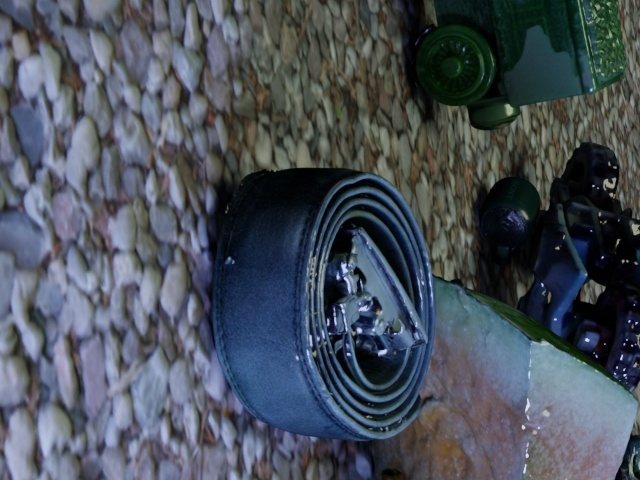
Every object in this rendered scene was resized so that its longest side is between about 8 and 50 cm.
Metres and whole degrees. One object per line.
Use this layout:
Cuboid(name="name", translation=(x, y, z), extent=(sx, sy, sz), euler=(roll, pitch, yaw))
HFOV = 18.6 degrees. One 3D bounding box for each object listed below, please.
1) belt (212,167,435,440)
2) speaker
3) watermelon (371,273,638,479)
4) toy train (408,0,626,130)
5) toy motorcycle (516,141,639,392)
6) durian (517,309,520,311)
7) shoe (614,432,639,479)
Cuboid(name="belt", translation=(0.015, 0.057, 1.565), extent=(0.267, 0.116, 0.206), euler=(49, 50, -52))
Cuboid(name="speaker", translation=(0.214, -0.017, 2.172), extent=(0.075, 0.060, 0.094), euler=(-60, 139, -55))
Cuboid(name="watermelon", translation=(0.149, 0.159, 1.724), extent=(0.151, 0.264, 0.302), euler=(-9, 106, -32))
Cuboid(name="toy train", translation=(0.189, -0.250, 1.987), extent=(0.145, 0.202, 0.266), euler=(-28, 107, -65))
Cuboid(name="toy motorcycle", translation=(0.290, 0.068, 2.197), extent=(0.416, 0.172, 0.232), euler=(-94, -160, -55))
Cuboid(name="durian", translation=(0.193, 0.160, 2.020), extent=(0.188, 0.091, 0.148), euler=(-103, 176, -67))
Cuboid(name="shoe", translation=(0.394, 0.270, 2.525), extent=(0.064, 0.071, 0.143), euler=(15, 65, -68))
